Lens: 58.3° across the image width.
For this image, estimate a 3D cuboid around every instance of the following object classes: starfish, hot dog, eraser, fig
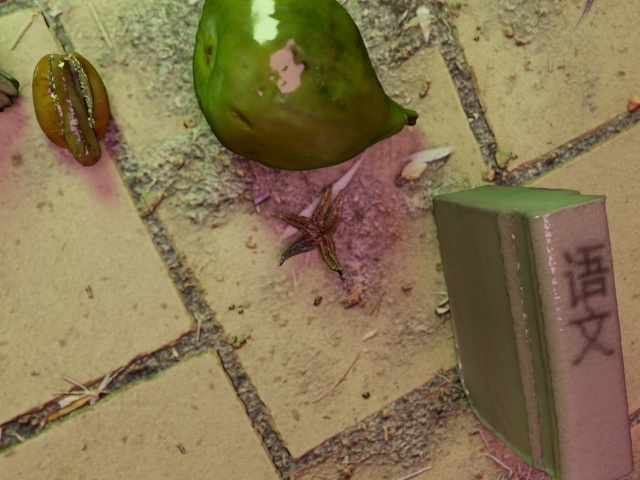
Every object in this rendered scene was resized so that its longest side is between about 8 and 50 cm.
[{"bbox_3d":[-0.002,0.001,0.820,0.133,0.041,0.130,-31,95,-1],"label":"starfish"},{"bbox_3d":[-0.310,-0.163,0.713,0.089,0.060,0.140,-4,102,-9],"label":"hot dog"},{"bbox_3d":[0.281,0.112,0.791,0.122,0.272,0.359,-14,102,-14],"label":"eraser"},{"bbox_3d":[-0.001,-0.189,0.699,0.314,0.233,0.233,15,94,-10],"label":"fig"}]

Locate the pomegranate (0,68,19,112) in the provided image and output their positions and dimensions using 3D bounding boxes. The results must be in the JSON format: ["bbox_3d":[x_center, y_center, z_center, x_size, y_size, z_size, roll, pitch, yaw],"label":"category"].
[{"bbox_3d":[-0.440,-0.210,0.633,0.209,0.180,0.180,28,91,-54],"label":"pomegranate"}]
